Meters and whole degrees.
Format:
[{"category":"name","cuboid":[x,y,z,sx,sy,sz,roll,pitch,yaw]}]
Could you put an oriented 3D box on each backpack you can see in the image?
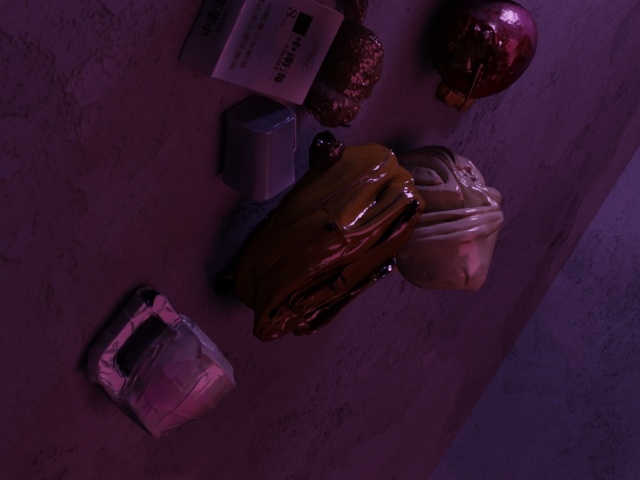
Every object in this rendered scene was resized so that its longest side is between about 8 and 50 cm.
[{"category":"backpack","cuboid":[0.004,0.003,1.747,0.378,0.201,0.353,-35,162,-24]}]

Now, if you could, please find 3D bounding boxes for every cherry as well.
[{"category":"cherry","cuboid":[0.316,-0.361,1.924,0.249,0.175,0.192,-21,130,-44]}]

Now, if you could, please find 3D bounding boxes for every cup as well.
[{"category":"cup","cuboid":[-0.081,-0.145,1.571,0.128,0.095,0.129,-36,145,-38]}]

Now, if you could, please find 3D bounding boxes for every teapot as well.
[{"category":"teapot","cuboid":[-0.244,0.205,1.593,0.178,0.163,0.221,-42,151,-15]}]

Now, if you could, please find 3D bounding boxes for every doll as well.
[{"category":"doll","cuboid":[0.045,-0.284,1.637,0.105,0.115,0.221,2,111,-49]}]

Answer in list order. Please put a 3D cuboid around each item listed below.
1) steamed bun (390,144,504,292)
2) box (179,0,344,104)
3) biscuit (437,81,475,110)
[{"category":"steamed bun","cuboid":[0.199,-0.044,1.981,0.203,0.276,0.289,27,59,-32]},{"category":"box","cuboid":[-0.077,-0.287,1.457,0.243,0.067,0.155,7,114,-61]},{"category":"biscuit","cuboid":[0.319,-0.368,2.083,0.212,0.041,0.239,-27,141,-44]}]
